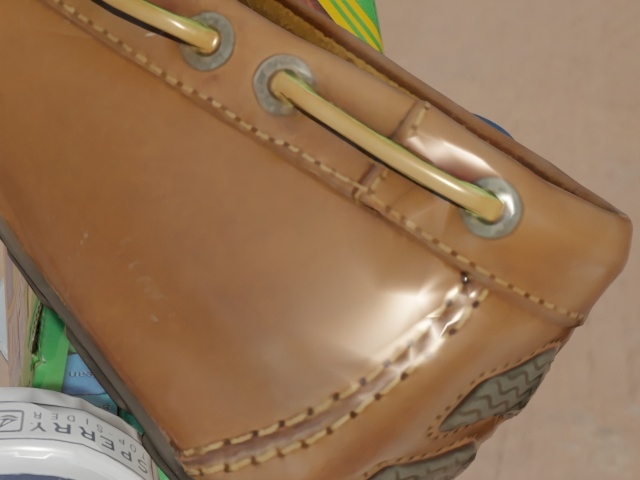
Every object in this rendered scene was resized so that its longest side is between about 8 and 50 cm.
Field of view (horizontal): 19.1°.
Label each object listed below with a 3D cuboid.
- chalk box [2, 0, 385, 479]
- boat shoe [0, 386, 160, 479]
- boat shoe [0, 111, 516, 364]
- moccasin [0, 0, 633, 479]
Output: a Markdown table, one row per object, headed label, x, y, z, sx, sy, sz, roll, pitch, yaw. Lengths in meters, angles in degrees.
| label | x | y | z | sx | sy | sz | roll | pitch | yaw |
| --- | --- | --- | --- | --- | --- | --- | --- | --- | --- |
| chalk box | -0.062 | 0.002 | 0.946 | 0.180 | 0.179 | 0.289 | -1 | 58 | -15 |
| boat shoe | -0.137 | 0.159 | 0.547 | 0.109 | 0.302 | 0.094 | 20 | 41 | -17 |
| boat shoe | -0.035 | 0.018 | 1.295 | 0.367 | 0.156 | 0.136 | -22 | 82 | -3 |
| moccasin | -0.077 | -0.096 | 0.503 | 0.380 | 0.147 | 0.139 | 47 | 17 | 25 |
